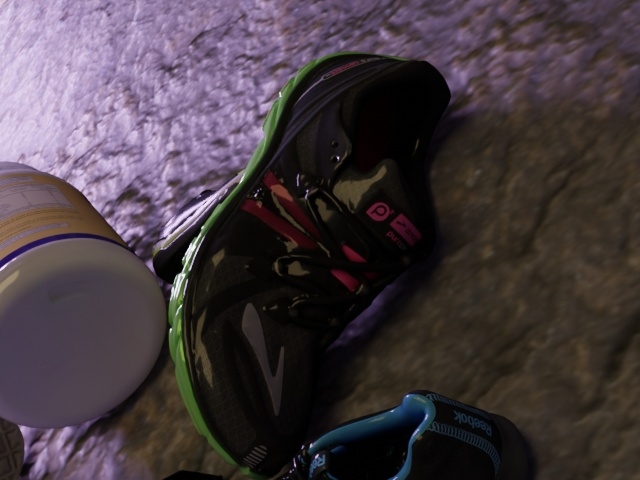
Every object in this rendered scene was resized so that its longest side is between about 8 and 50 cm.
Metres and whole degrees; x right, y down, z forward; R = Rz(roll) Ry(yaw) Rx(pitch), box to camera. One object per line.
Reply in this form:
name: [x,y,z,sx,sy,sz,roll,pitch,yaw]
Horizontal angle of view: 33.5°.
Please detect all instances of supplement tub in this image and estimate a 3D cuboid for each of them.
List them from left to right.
supplement tub: [-0.357,0.053,1.318,0.241,0.241,0.331,-52,40,1]

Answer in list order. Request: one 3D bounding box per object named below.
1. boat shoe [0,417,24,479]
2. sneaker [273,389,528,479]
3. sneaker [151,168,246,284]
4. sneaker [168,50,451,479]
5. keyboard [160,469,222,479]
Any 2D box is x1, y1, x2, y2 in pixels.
boat shoe: [-0.513,0.423,1.250,0.156,0.187,0.500,-13,48,43]
sneaker: [0.005,0.220,0.935,0.341,0.140,0.125,-33,46,23]
sneaker: [-0.125,-0.041,1.288,0.235,0.084,0.097,-35,42,19]
sneaker: [0.000,0.000,1.067,0.202,0.185,0.482,-4,60,46]
keyboard: [-0.180,0.286,1.063,0.100,0.192,0.038,-4,102,46]
